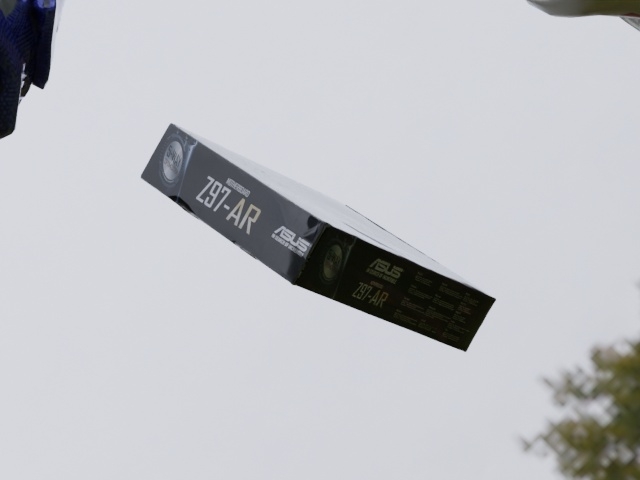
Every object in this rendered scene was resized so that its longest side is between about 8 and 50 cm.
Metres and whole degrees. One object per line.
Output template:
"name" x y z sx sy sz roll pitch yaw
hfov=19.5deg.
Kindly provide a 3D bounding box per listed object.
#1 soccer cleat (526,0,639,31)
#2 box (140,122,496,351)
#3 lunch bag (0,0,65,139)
"soccer cleat" 0.113 -0.074 0.352 0.143 0.331 0.116 -66 6 -22
"box" 0.000 0.000 0.511 0.083 0.067 0.018 24 -83 -50
"lunch bag" -0.280 -0.189 0.756 0.385 0.328 0.239 14 -50 -10
